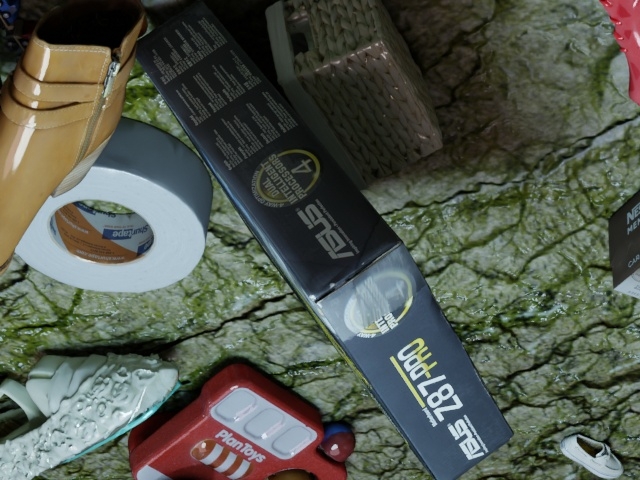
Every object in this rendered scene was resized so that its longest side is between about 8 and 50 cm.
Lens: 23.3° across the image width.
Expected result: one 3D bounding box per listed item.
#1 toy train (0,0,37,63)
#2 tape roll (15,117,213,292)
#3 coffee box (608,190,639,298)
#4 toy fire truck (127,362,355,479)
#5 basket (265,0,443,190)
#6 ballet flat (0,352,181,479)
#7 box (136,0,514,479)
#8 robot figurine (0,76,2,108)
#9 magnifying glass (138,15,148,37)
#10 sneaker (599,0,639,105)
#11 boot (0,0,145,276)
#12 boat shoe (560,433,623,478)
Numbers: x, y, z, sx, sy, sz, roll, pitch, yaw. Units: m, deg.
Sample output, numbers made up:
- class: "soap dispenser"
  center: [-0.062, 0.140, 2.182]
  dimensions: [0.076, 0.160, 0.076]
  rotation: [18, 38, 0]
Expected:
- class: "toy train"
  center: [-0.280, -0.189, 1.478]
  dimensions: [0.036, 0.027, 0.158]
  rotation: [-12, 140, 16]
- class: "tape roll"
  center: [-0.226, -0.035, 1.639]
  dimensions: [0.219, 0.072, 0.219]
  rotation: [3, 142, 3]
- class: "coffee box"
  center: [0.440, 0.017, 1.601]
  dimensions: [0.247, 0.098, 0.141]
  rotation: [20, 141, -18]
- class: "toy fire truck"
  center: [-0.092, 0.299, 2.008]
  dimensions: [0.254, 0.169, 0.302]
  rotation: [-38, 128, 20]
- class: "basket"
  center: [0.034, -0.145, 1.420]
  dimensions: [0.103, 0.113, 0.167]
  rotation: [-22, 136, 12]
- class: "ballet flat"
  center: [-0.344, 0.221, 1.951]
  dimensions: [0.147, 0.147, 0.409]
  rotation: [30, 136, -29]
- class: "box"
  center: [0.000, 0.000, 1.409]
  dimensions: [0.097, 0.395, 0.318]
  rotation: [-34, 138, -4]
- class: "robot figurine"
  center: [-0.433, -0.094, 1.501]
  dimensions: [0.278, 0.173, 0.209]
  rotation: [-16, 137, 25]
- class: "magnifying glass"
  center: [-0.228, -0.246, 1.361]
  dimensions: [0.026, 0.092, 0.231]
  rotation: [-27, 144, 17]
- class: "sneaker"
  center: [0.260, -0.216, 1.347]
  dimensions: [0.128, 0.087, 0.221]
  rotation: [10, 131, 7]
- class: "boot"
  center: [-0.258, -0.087, 1.347]
  dimensions: [0.109, 0.283, 0.220]
  rotation: [41, 135, 10]
- class: "boat shoe"
  center: [0.359, 0.277, 2.009]
  dimensions: [0.100, 0.035, 0.035]
  rotation: [30, 139, -20]
